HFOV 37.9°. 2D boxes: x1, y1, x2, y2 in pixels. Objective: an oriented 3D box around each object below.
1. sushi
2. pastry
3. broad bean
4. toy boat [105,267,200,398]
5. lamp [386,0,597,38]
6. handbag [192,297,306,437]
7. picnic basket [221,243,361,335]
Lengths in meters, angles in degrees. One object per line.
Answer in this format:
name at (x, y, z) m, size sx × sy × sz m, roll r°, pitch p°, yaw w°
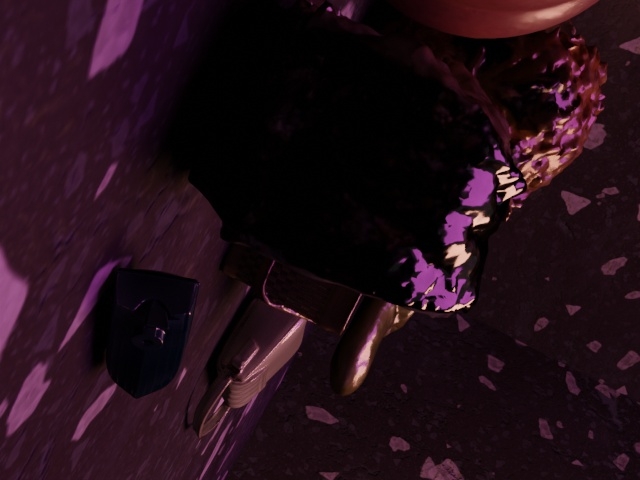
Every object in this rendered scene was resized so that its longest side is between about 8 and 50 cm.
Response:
sushi at (0.034, -0.068, 0.675) m, size 0.350 × 0.211 × 0.170 m, roll -69°, pitch -179°, yaw -80°
pastry at (0.175, -0.171, 1.193) m, size 0.337 × 0.292 × 0.405 m, roll -55°, pitch -169°, yaw 24°
broad bean at (0.066, 0.091, 1.099) m, size 0.206 × 0.072 × 0.153 m, roll -48°, pitch 169°, yaw -22°
toy boat at (-0.118, 0.067, 0.633) m, size 0.141 × 0.055 × 0.060 m, roll 112°, pitch -16°, yaw -51°
lamp at (0.137, -0.249, 0.493) m, size 0.305 × 0.240 × 0.305 m, roll -63°, pitch 175°, yaw -10°
handbag at (-0.111, 0.181, 1.322) m, size 0.219 × 0.079 × 0.256 m, roll -50°, pitch 172°, yaw -17°
picnic basket at (0.000, 0.000, 1.047) m, size 0.165 × 0.139 × 0.267 m, roll -62°, pitch 176°, yaw 0°
